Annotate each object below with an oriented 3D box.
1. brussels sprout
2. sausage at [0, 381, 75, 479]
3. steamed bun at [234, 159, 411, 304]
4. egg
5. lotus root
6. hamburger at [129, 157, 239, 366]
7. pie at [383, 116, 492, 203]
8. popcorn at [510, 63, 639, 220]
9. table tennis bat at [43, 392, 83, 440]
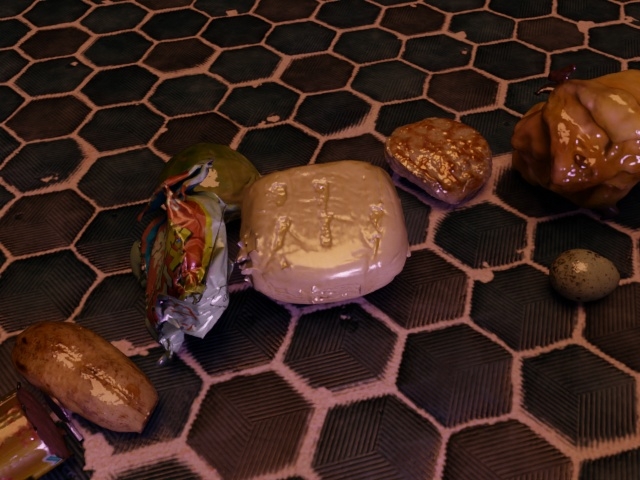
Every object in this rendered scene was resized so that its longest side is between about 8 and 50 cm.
[{"bbox_3d":[-0.196,-0.100,1.085,0.181,0.143,0.161,-2,23,-30],"label":"brussels sprout"},{"bbox_3d":[-0.478,0.311,0.735,0.317,0.125,0.117,-33,45,-24],"label":"sausage"},{"bbox_3d":[0.000,0.000,0.977,0.273,0.166,0.232,-10,59,-4],"label":"steamed bun"},{"bbox_3d":[0.422,0.056,0.962,0.110,0.085,0.085,2,48,0],"label":"egg"},{"bbox_3d":[-0.340,0.186,0.866,0.259,0.097,0.110,24,50,17],"label":"lotus root"},{"bbox_3d":[-0.189,0.034,0.917,0.151,0.276,0.260,2,51,-30],"label":"hamburger"},{"bbox_3d":[0.226,-0.156,1.158,0.205,0.084,0.179,36,60,26],"label":"pie"},{"bbox_3d":[0.478,-0.170,1.065,0.316,0.280,0.297,-24,8,-43],"label":"popcorn"},{"bbox_3d":[-0.353,0.242,0.828,0.050,0.083,0.007,-9,25,47],"label":"table tennis bat"}]
